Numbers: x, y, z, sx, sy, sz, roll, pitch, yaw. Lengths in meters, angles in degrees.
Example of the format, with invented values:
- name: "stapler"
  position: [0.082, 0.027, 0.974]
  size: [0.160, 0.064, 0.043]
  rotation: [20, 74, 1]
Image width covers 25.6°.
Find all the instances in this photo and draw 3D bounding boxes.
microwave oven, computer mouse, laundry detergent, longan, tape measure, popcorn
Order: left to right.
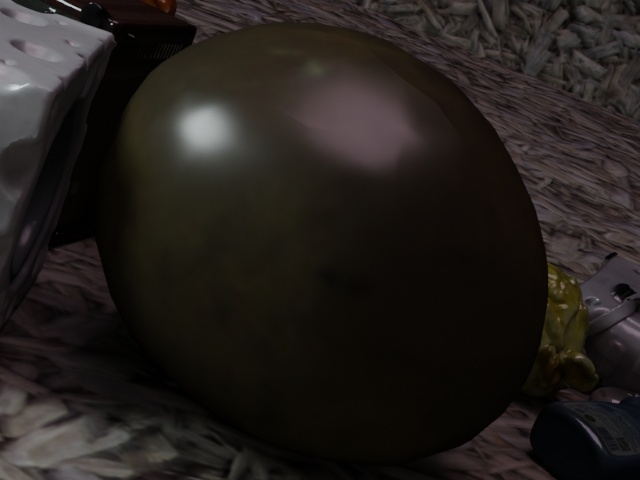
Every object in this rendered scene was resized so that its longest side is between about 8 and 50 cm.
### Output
- name: "microwave oven"
  position: [-0.271, -0.142, 1.402]
  size: [0.188, 0.247, 0.178]
  rotation: [27, 16, 14]
- name: "longan"
  position: [0.000, 0.000, 1.169]
  size: [0.404, 0.336, 0.404]
  rotation: [39, -14, 12]
- name: "popcorn"
  position: [0.214, 0.090, 1.456]
  size: [0.141, 0.136, 0.162]
  rotation: [18, 15, -34]
- name: "laundry detergent"
  position: [0.296, 0.193, 1.364]
  size: [0.206, 0.061, 0.096]
  rotation: [3, 24, -45]
- name: "computer mouse"
  position: [0.326, 0.180, 1.468]
  size: [0.096, 0.039, 0.066]
  rotation: [19, 18, -8]
- name: "tape measure"
  position: [0.363, 0.111, 1.589]
  size: [0.197, 0.120, 0.236]
  rotation: [30, 24, 19]

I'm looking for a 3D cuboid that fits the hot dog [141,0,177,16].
- name: "hot dog"
  position: [-0.334, -0.360, 2.089]
  size: [0.256, 0.153, 0.150]
  rotation: [17, 18, -14]

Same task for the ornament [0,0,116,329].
- name: "ornament"
  position: [-0.330, -0.076, 1.141]
  size: [0.239, 0.240, 0.239]
  rotation: [20, 18, -4]
